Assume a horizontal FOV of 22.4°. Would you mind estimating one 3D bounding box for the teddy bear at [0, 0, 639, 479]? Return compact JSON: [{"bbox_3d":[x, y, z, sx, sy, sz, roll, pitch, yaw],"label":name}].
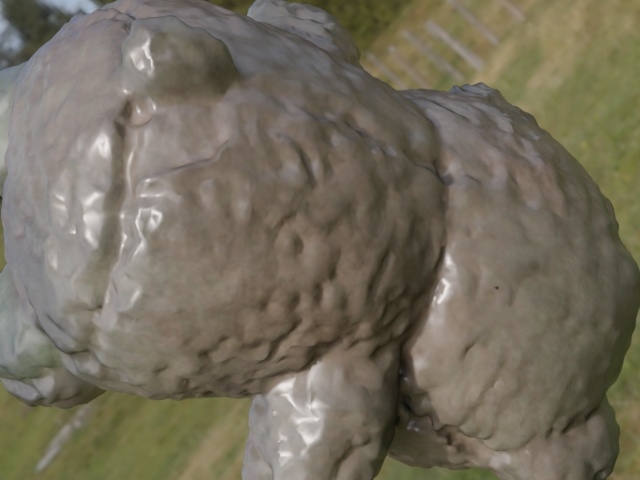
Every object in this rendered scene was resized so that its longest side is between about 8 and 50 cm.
[{"bbox_3d":[0.000,-0.001,0.624,0.151,0.267,0.236,-32,53,40],"label":"teddy bear"}]
